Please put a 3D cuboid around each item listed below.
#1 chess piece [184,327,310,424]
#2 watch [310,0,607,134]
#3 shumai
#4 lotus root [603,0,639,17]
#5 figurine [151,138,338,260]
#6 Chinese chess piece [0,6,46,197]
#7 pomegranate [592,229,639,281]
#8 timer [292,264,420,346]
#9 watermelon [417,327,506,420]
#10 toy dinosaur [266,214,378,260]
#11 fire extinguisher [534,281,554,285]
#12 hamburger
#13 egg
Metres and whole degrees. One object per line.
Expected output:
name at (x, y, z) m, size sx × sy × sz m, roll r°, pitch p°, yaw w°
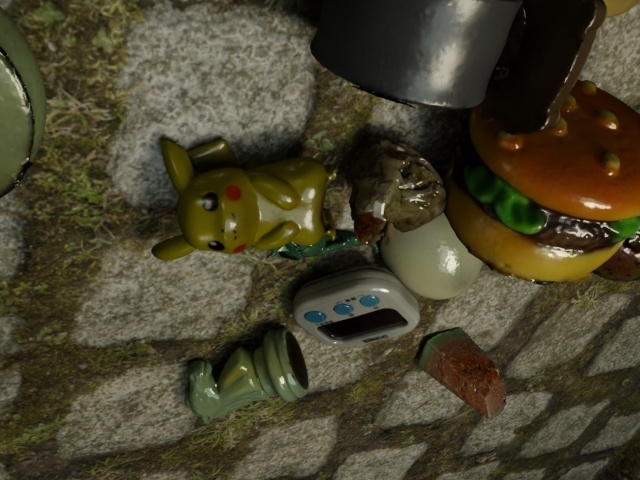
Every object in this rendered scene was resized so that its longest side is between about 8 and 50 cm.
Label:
chess piece at (-0.187, 0.325, 1.328) m, size 0.298 × 0.175 × 0.175 m, roll -21°, pitch 135°, yaw 8°
watch at (0.169, -0.311, 0.827) m, size 0.327 × 0.335 × 0.314 m, roll -10°, pitch 132°, yaw -32°
shumai at (0.131, -0.077, 1.078) m, size 0.206 × 0.175 × 0.166 m, roll 40°, pitch 132°, yaw -10°
lotus root at (0.481, -0.472, 0.988) m, size 0.303 × 0.130 × 0.146 m, roll -2°, pitch 129°, yaw -26°
figurine at (-0.130, -0.073, 0.995) m, size 0.327 × 0.169 × 0.218 m, roll -10°, pitch 115°, yaw -22°
Chinese chess piece at (-0.535, -0.180, 0.710) m, size 0.350 × 0.146 × 0.349 m, roll -14°, pitch 131°, yaw -16°
pomegranate at (0.808, -0.011, 1.496) m, size 0.306 × 0.242 × 0.242 m, roll 2°, pitch 129°, yaw -53°
timer at (0.080, 0.153, 1.294) m, size 0.262 × 0.087 × 0.237 m, roll -19°, pitch 141°, yaw 25°
watermelon at (0.425, 0.378, 1.590) m, size 0.193 × 0.256 × 0.139 m, roll -9°, pitch 131°, yaw -30°
toy dinosaur at (0.005, -0.011, 1.170) m, size 0.292 × 0.079 × 0.120 m, roll -8°, pitch 147°, yaw -27°
fire extinguisher at (0.589, -0.016, 1.454) m, size 0.093 × 0.118 × 0.294 m, roll -46°, pitch 146°, yaw -37°
hamburger at (0.440, -0.143, 1.070) m, size 0.396 × 0.395 × 0.277 m, roll -9°, pitch 142°, yaw -20°
egg at (0.277, 0.008, 1.261) m, size 0.264 × 0.174 × 0.286 m, roll -9°, pitch 127°, yaw -25°
